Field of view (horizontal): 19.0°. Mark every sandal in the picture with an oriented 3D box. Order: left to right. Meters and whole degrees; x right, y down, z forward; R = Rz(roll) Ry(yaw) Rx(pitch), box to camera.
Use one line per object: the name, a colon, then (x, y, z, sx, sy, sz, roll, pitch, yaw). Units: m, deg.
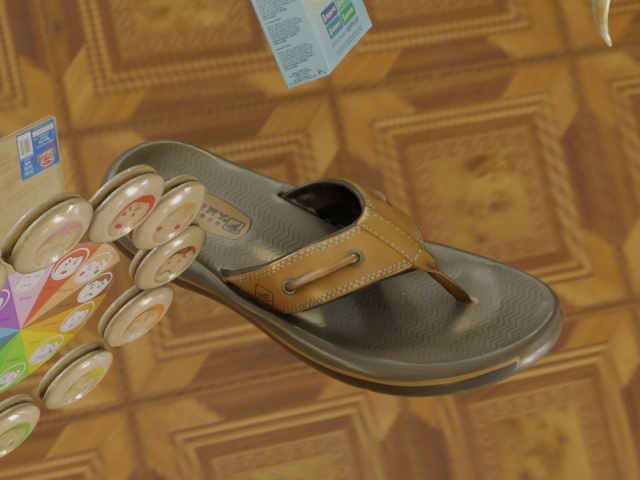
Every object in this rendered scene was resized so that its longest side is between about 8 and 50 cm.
sandal: (0.000, 0.000, 0.836, 0.219, 0.060, 0.090, 27, 50, 19)

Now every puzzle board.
puzzle board: (-0.190, -0.017, 1.179, 0.011, 0.128, 0.096, 0, 107, 20)

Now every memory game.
memory game: (-0.116, 0.039, 0.754, 0.186, 0.186, 0.012, -36, 71, -18)

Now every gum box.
gum box: (-0.026, -0.231, 1.535, 0.041, 0.157, 0.184, -17, 105, 20)

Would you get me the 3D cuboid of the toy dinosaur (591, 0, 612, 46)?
toy dinosaur: (0.173, -0.209, 1.180, 0.093, 0.053, 0.183, 11, 107, -8)
